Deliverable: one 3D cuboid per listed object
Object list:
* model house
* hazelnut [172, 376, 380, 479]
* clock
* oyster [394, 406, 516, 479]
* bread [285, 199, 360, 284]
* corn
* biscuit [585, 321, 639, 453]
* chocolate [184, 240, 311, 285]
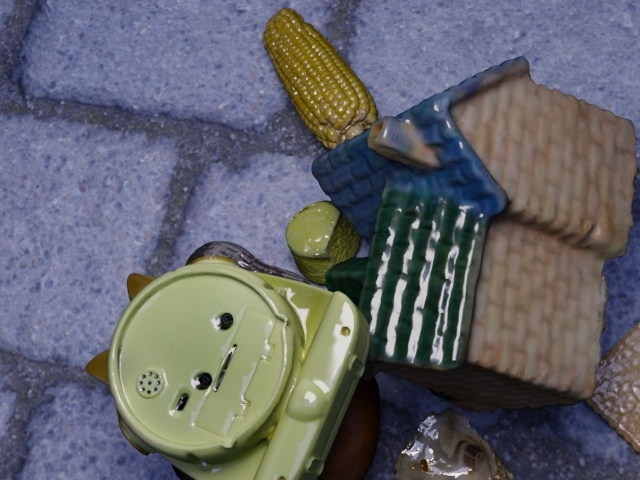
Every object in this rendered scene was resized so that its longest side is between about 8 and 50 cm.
[{"bbox_3d":[0.173,-0.005,1.398,0.400,0.395,0.445,19,72,-30],"label":"model house"},{"bbox_3d":[-0.081,0.245,1.436,0.366,0.366,0.365,-3,67,8],"label":"hazelnut"},{"bbox_3d":[-0.134,0.159,1.216,0.348,0.117,0.286,19,78,17],"label":"clock"},{"bbox_3d":[0.226,0.372,1.476,0.233,0.107,0.161,30,80,38],"label":"oyster"},{"bbox_3d":[0.000,0.000,1.648,0.111,0.114,0.129,9,66,19],"label":"bread"},{"bbox_3d":[-0.004,-0.294,1.760,0.130,0.130,0.347,-29,62,-4],"label":"corn"},{"bbox_3d":[0.540,0.205,1.520,0.250,0.030,0.160,-41,68,-9],"label":"biscuit"},{"bbox_3d":[-0.116,0.074,1.638,0.248,0.110,0.110,25,74,15],"label":"chocolate"}]
